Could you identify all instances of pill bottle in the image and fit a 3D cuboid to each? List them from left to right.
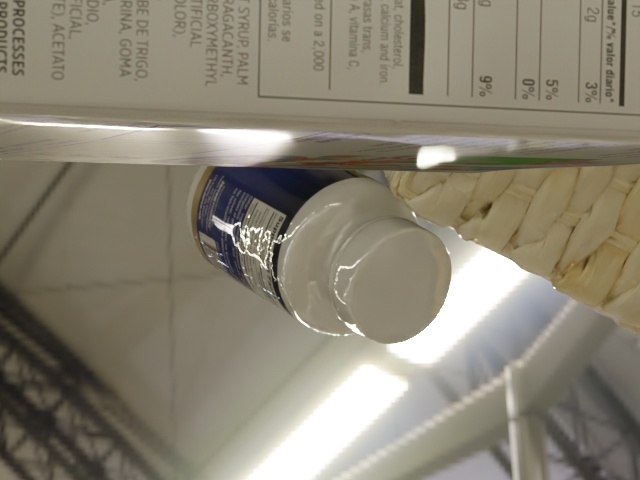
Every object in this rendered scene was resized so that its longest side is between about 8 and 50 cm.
[{"bbox_3d":[0.000,0.000,1.053,0.094,0.169,0.094,-14,-64,-31],"label":"pill bottle"}]

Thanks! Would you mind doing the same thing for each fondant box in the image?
[{"bbox_3d":[-0.027,-0.075,0.602,0.330,0.096,0.238,2,0,-25],"label":"fondant box"}]

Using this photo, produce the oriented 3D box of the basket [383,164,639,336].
[{"bbox_3d":[0.233,-0.120,1.091,0.328,0.266,0.331,28,-77,-12],"label":"basket"}]
